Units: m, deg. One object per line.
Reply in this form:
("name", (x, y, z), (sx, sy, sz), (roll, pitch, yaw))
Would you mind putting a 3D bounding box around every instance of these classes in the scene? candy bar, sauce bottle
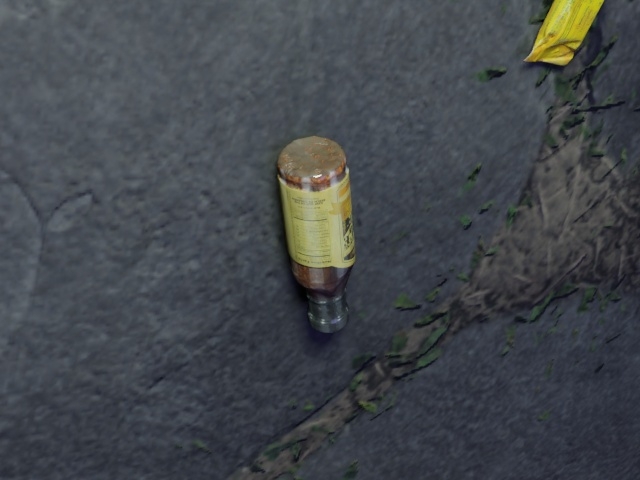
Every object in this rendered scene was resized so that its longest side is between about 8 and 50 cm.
("candy bar", (0.168, -0.175, 0.694), (0.040, 0.018, 0.162), (2, 121, -41))
("sauce bottle", (0.000, 0.000, 0.693), (0.042, 0.042, 0.128), (-24, 136, -19))
